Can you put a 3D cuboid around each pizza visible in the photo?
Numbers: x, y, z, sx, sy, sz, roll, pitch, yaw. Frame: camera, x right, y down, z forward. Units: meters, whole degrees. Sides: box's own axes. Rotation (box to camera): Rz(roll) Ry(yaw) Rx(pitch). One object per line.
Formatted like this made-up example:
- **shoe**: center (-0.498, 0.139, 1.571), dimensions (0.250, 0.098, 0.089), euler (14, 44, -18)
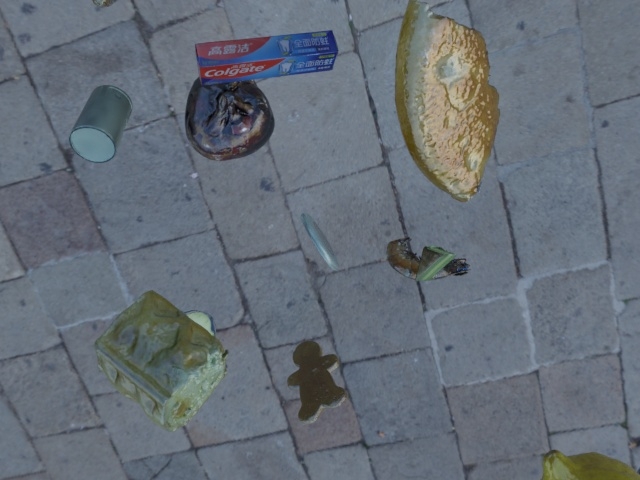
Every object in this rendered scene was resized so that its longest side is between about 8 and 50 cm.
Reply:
- **pizza**: center (0.155, -0.161, 0.586), dimensions (0.134, 0.056, 0.271), euler (-45, 128, -6)

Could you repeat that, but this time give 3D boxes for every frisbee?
- **frisbee**: center (0.000, 0.000, 0.807), dimensions (0.014, 0.110, 0.110), euler (-31, 103, 5)

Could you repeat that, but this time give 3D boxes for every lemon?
- **lemon**: center (0.150, 0.148, 0.255), dimensions (0.092, 0.065, 0.065), euler (46, 107, 2)

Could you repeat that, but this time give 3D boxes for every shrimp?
- **shrimp**: center (0.350, 0.057, 1.608), dimensions (0.289, 0.222, 0.054), euler (2, 122, -17)

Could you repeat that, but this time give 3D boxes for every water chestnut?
- **water chestnut**: center (-0.282, -0.377, 1.439), dimensions (0.288, 0.289, 0.244), euler (-18, 146, 11)

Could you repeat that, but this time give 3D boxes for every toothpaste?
- **toothpaste**: center (-0.122, -0.422, 1.113), dimensions (0.319, 0.076, 0.066), euler (-12, 77, -12)

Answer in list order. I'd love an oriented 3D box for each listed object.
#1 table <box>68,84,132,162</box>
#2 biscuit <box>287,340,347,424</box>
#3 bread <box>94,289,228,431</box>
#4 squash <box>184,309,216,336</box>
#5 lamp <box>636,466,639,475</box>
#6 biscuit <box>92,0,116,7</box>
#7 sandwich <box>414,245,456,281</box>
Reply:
- **table**: center (-0.635, -0.341, 1.405), dimensions (0.126, 0.220, 0.127), euler (-3, 137, -2)
- **biscuit**: center (-0.018, 0.463, 1.632), dimensions (0.196, 0.302, 0.049), euler (-27, 129, 0)
- **bread**: center (-0.346, 0.256, 1.051), dimensions (0.252, 0.196, 0.239), euler (39, 135, 18)
- **squash**: center (-0.444, 0.314, 1.476), dimensions (0.154, 0.204, 0.237), euler (-22, 131, 37)
- **lamp**: center (0.343, 0.293, 0.284), dimensions (0.247, 0.301, 0.248), euler (26, 102, 6)
- **biscuit**: center (-0.301, -0.400, 0.667), dimensions (0.025, 0.231, 0.131), euler (-4, 119, -13)
- **sandwich**: center (0.336, 0.081, 1.417), dimensions (0.074, 0.074, 0.117), euler (-1, 110, -40)
